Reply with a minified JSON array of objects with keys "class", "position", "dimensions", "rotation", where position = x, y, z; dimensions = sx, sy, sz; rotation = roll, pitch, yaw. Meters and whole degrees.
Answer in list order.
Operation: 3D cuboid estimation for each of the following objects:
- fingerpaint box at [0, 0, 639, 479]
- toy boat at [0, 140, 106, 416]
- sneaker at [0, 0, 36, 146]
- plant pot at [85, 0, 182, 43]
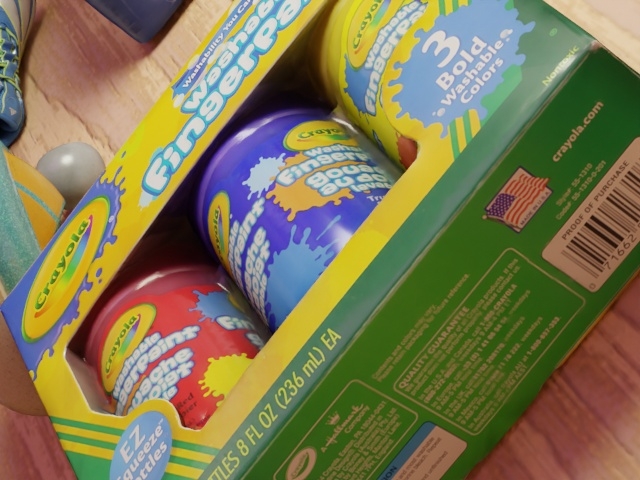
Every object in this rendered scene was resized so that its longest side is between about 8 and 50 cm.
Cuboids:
[{"class":"fingerpaint box","position":[0.000,0.000,1.130],"dimensions":[0.445,0.163,0.371],"rotation":[-51,36,9]},{"class":"toy boat","position":[-0.259,-0.007,1.421],"dimensions":[0.148,0.267,0.318],"rotation":[-23,21,0]},{"class":"sneaker","position":[-0.350,-0.173,1.762],"dimensions":[0.126,0.091,0.240],"rotation":[19,78,35]},{"class":"plant pot","position":[-0.203,-0.375,1.600],"dimensions":[0.212,0.236,0.236],"rotation":[-42,37,11]}]
